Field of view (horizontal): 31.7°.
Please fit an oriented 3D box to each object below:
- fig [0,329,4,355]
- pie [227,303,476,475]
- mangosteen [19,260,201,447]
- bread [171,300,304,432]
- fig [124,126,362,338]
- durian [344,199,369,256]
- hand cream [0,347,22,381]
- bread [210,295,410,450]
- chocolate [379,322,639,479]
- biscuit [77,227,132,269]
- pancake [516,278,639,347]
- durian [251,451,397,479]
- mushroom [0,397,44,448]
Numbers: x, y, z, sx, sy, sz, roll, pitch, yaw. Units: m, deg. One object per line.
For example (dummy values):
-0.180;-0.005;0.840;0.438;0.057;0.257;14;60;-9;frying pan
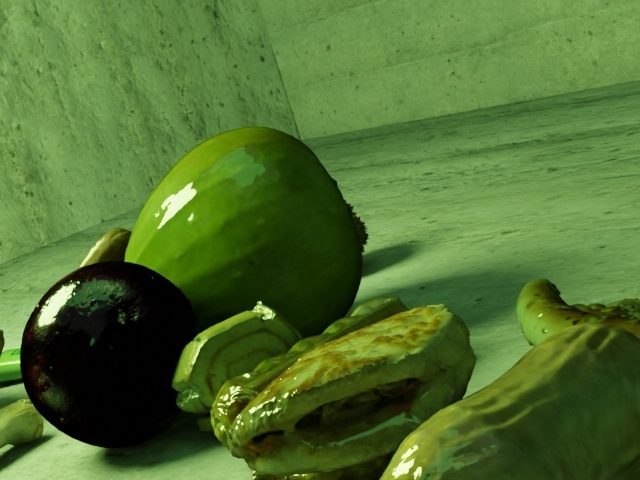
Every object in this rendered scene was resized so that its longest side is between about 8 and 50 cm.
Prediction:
-0.596;0.147;1.496;0.344;0.343;0.343;-17;11;3;fig
0.025;0.120;0.882;0.205;0.084;0.179;-23;4;11;pie
-0.235;0.139;1.304;0.211;0.211;0.250;-19;-18;-10;mangosteen
-0.087;0.140;1.221;0.156;0.117;0.064;-22;14;-24;bread
-0.108;0.018;1.431;0.316;0.316;0.316;-17;11;3;fig
0.000;0.000;1.750;0.168;0.136;0.158;-10;-11;-8;durian
-0.444;0.184;1.725;0.175;0.045;0.095;-12;9;14;hand cream
0.001;0.142;1.165;0.269;0.098;0.087;-26;-28;-39;bread
0.150;0.153;0.786;0.309;0.134;0.134;-23;12;-40;chocolate
-0.247;0.063;1.579;0.208;0.041;0.290;-54;-27;-3;biscuit
0.327;0.068;1.117;0.197;0.054;0.377;-24;14;-35;pancake
0.039;0.170;0.985;0.224;0.078;0.140;-27;15;-31;durian
-0.411;0.257;1.337;0.059;0.054;0.202;-16;15;38;mushroom
